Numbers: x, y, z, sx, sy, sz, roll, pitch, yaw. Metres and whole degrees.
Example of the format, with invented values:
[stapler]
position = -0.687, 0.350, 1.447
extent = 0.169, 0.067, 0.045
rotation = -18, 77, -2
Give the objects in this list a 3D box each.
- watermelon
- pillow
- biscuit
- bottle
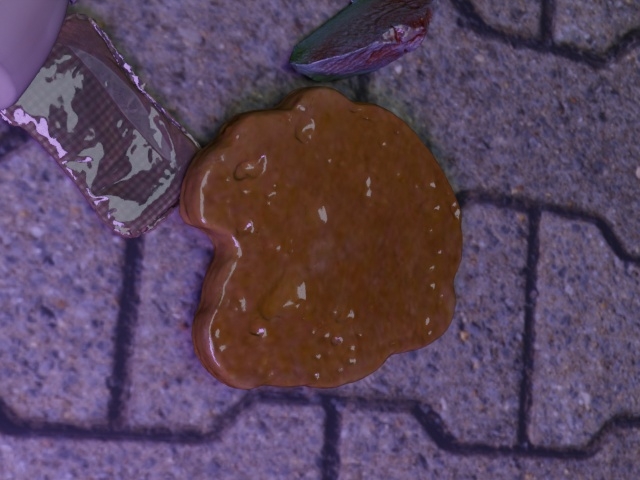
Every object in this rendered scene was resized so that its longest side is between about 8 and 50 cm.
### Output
[watermelon]
position = 0.048, -0.218, 1.176
extent = 0.180, 0.094, 0.081
rotation = -34, 106, -11
[pillow]
position = -0.209, -0.108, 1.055
extent = 0.211, 0.034, 0.135
rotation = 48, 65, -19
[biscuit]
position = 0.000, 0.000, 1.141
extent = 0.351, 0.057, 0.312
rotation = -26, 100, -31
[bottle]
position = -0.279, -0.246, 0.970
extent = 0.147, 0.147, 0.236
rotation = 36, 63, -21
